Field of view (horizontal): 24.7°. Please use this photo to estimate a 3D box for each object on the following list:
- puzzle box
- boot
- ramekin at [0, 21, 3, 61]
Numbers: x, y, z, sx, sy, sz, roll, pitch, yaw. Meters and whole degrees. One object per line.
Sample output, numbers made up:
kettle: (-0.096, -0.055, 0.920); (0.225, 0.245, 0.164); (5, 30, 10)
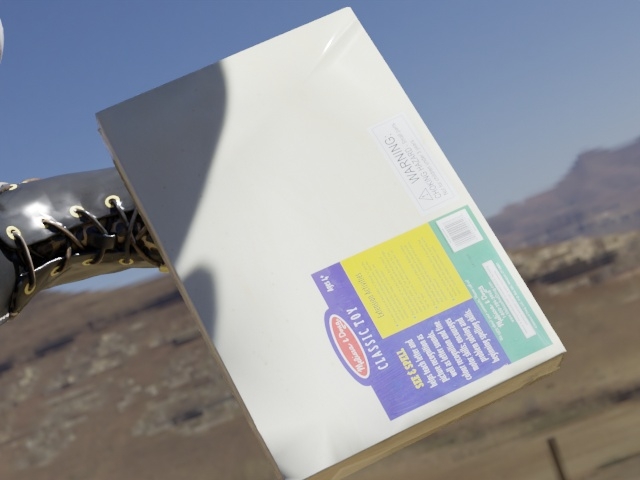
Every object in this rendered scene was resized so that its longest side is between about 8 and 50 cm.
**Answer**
puzzle box: (0.000, 0.000, 1.317); (0.272, 0.409, 0.052); (-24, -24, -12)
boot: (-0.251, 0.001, 1.522); (0.284, 0.138, 0.377); (-8, 11, 2)
ramekin: (-0.462, -0.159, 1.483); (0.277, 0.135, 0.277); (-6, -32, -4)
